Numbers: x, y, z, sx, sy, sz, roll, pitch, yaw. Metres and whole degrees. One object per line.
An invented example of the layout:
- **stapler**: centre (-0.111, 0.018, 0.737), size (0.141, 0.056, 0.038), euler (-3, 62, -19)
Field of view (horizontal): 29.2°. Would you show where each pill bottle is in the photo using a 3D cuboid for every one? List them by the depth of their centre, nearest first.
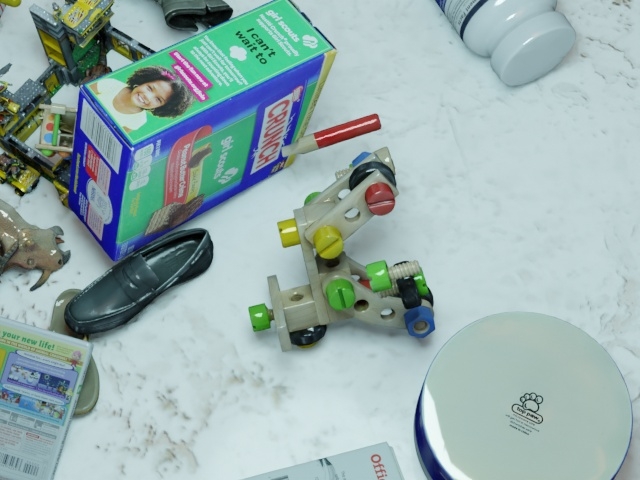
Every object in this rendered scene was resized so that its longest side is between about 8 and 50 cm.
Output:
- **pill bottle**: centre (0.249, -0.364, 1.793), size (0.153, 0.153, 0.264), euler (-26, 68, -11)

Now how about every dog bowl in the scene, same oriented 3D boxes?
- **dog bowl**: centre (0.252, 0.227, 1.545), size (0.265, 0.104, 0.265), euler (0, 65, 0)

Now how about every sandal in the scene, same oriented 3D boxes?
- **sandal**: centre (-0.329, 0.141, 1.618), size (0.072, 0.049, 0.180), euler (-4, 65, -1)

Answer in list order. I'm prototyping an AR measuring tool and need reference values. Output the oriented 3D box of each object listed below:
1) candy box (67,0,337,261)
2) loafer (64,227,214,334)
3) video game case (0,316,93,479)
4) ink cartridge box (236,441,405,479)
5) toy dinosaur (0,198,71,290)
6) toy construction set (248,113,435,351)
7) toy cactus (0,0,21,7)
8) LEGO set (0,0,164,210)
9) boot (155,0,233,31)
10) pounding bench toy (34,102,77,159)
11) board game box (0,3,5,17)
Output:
- **candy box**: centre (-0.158, -0.144, 1.597), size (0.317, 0.268, 0.122), euler (-32, 72, -28)
- **loafer**: centre (-0.240, 0.048, 1.630), size (0.223, 0.078, 0.076), euler (-30, 68, -22)
- **video game case**: centre (-0.418, 0.196, 1.578), size (0.212, 0.023, 0.193), euler (15, 84, 8)
- **ink cartridge box**: centre (0.008, 0.346, 1.477), size (0.208, 0.087, 0.153), euler (-13, 44, -5)
- **toy dinosaur**: centre (-0.508, -0.015, 1.662), size (0.296, 0.127, 0.200), euler (-6, 101, 15)
- **toy construction set**: centre (0.000, 0.000, 1.594), size (0.237, 0.257, 0.308), euler (-16, 59, 6)
- **toy cactus**: centre (-0.499, -0.305, 1.708), size (0.112, 0.180, 0.219), euler (40, 68, -3)
- **LEGO set**: centre (-0.333, -0.221, 1.707), size (0.255, 0.192, 0.331), euler (41, 72, 17)
- **boot**: centre (-0.247, -0.376, 1.789), size (0.246, 0.083, 0.161), euler (-8, 56, -42)
- **pounding bench toy**: centre (-0.341, -0.141, 1.597), size (0.052, 0.083, 0.065), euler (7, 87, -4)
- **board game box**: centre (-0.587, -0.335, 1.843), size (0.193, 0.045, 0.146), euler (14, 66, 7)
